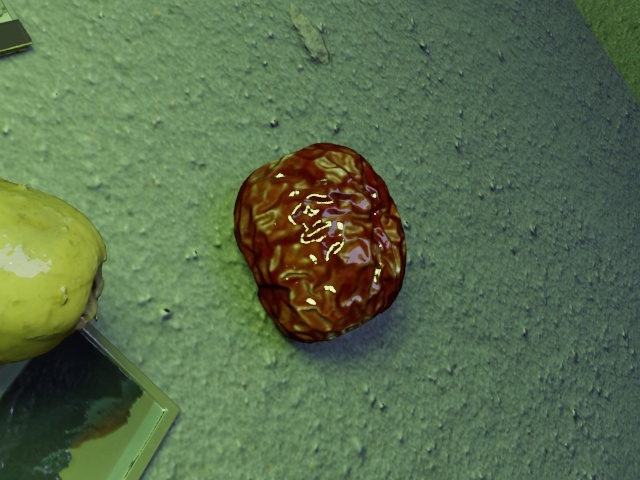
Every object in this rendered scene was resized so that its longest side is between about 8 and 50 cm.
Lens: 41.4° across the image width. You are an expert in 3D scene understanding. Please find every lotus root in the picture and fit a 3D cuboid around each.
[{"bbox_3d":[-0.338,0.005,0.655,0.343,0.169,0.151,14,91,-18],"label":"lotus root"}]

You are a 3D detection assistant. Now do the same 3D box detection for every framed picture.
[{"bbox_3d":[-0.260,0.202,0.802,0.192,0.018,0.265,48,43,-20],"label":"framed picture"}]

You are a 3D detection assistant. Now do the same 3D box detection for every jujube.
[{"bbox_3d":[0.000,0.000,1.056,0.213,0.213,0.232,-21,87,-51],"label":"jujube"}]

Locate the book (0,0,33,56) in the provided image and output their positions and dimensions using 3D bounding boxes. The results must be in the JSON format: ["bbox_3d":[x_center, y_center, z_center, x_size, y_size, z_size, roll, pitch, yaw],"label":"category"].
[{"bbox_3d":[-0.411,-0.282,0.854,0.157,0.026,0.231,-38,102,-50],"label":"book"}]
